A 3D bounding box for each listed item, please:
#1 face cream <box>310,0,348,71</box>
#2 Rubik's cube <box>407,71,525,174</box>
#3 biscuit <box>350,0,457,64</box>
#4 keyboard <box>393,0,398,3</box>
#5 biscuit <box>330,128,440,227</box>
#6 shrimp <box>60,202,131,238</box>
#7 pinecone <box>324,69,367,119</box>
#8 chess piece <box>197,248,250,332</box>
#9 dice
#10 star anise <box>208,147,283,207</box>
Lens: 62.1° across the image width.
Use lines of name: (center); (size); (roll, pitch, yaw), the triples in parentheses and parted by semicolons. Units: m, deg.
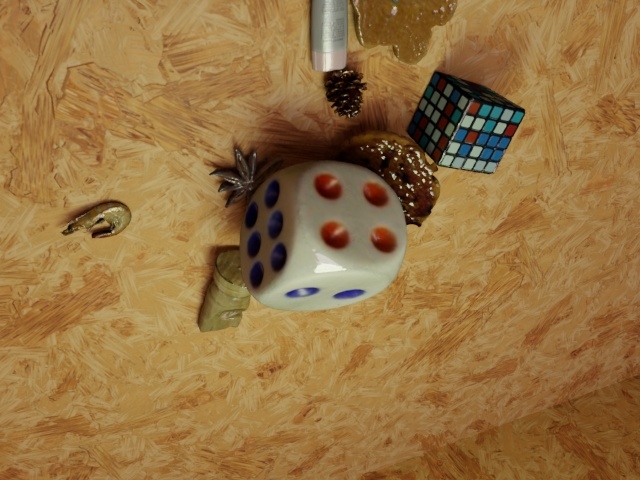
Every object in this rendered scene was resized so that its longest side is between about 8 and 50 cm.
face cream: (0.020, -0.466, 1.140); (0.084, 0.057, 0.198); (-11, 133, -14)
Rubik's cube: (0.360, -0.295, 1.343); (0.182, 0.187, 0.184); (5, 122, -26)
biscuit: (0.181, -0.557, 1.138); (0.269, 0.051, 0.376); (-23, 132, -8)
keyboard: (0.193, -0.577, 1.086); (0.055, 0.014, 0.176); (24, 112, -40)
biscuit: (0.162, -0.142, 1.384); (0.289, 0.081, 0.334); (15, 136, 7)
shrimp: (-0.531, -0.039, 1.268); (0.162, 0.045, 0.095); (-24, 154, -10)
pinecone: (0.062, -0.338, 1.235); (0.102, 0.102, 0.110); (-15, 102, -12)
chess piece: (-0.265, 0.165, 1.504); (0.137, 0.137, 0.301); (4, 138, -27)
dice: (0.000, 0.000, 1.263); (0.304, 0.277, 0.304); (7, 156, -32)
star anise: (-0.173, -0.153, 1.306); (0.195, 0.065, 0.182); (-28, 132, 15)
